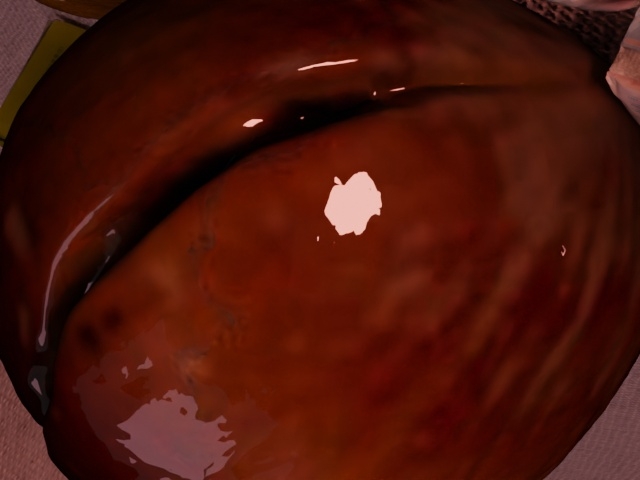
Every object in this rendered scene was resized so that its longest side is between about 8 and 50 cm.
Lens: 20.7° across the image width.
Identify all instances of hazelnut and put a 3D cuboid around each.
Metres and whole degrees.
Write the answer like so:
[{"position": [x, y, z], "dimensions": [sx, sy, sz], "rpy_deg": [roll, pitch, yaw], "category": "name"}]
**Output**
[{"position": [0.000, 0.000, 1.087], "dimensions": [0.429, 0.402, 0.402], "rpy_deg": [17, 180, -42], "category": "hazelnut"}]

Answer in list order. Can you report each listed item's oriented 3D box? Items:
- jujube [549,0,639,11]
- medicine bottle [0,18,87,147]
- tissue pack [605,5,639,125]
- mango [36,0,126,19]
[{"position": [0.037, -0.199, 0.499], "dimensions": [0.317, 0.226, 0.226], "rpy_deg": [32, 170, -31], "category": "jujube"}, {"position": [-0.169, -0.093, 1.656], "dimensions": [0.250, 0.141, 0.137], "rpy_deg": [24, 171, 30], "category": "medicine bottle"}, {"position": [0.210, -0.081, 0.931], "dimensions": [0.094, 0.058, 0.074], "rpy_deg": [23, 169, 35], "category": "tissue pack"}, {"position": [-0.145, -0.208, 1.158], "dimensions": [0.147, 0.109, 0.227], "rpy_deg": [38, 165, -17], "category": "mango"}]
